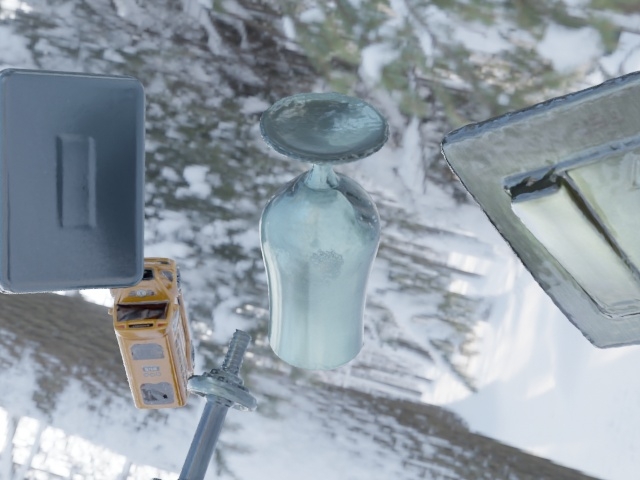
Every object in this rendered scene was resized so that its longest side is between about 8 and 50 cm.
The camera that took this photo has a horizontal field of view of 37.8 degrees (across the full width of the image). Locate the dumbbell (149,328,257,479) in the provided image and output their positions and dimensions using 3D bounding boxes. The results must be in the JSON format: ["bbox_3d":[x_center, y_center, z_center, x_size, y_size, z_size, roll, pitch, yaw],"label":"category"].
[{"bbox_3d":[-0.123,0.215,0.987,0.081,0.081,0.254,84,-156,-71],"label":"dumbbell"}]

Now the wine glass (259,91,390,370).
[{"bbox_3d":[0.000,0.000,0.785,0.103,0.103,0.231,-69,-15,-49],"label":"wine glass"}]

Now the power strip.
[{"bbox_3d":[0.254,-0.031,0.672,0.257,0.251,0.092,46,-136,-28],"label":"power strip"}]

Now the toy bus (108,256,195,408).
[{"bbox_3d":[-0.202,0.113,1.125,0.088,0.083,0.194,-93,-1,-51],"label":"toy bus"}]

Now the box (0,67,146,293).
[{"bbox_3d":[-0.262,-0.061,0.982,0.050,0.160,0.230,13,103,60],"label":"box"}]
